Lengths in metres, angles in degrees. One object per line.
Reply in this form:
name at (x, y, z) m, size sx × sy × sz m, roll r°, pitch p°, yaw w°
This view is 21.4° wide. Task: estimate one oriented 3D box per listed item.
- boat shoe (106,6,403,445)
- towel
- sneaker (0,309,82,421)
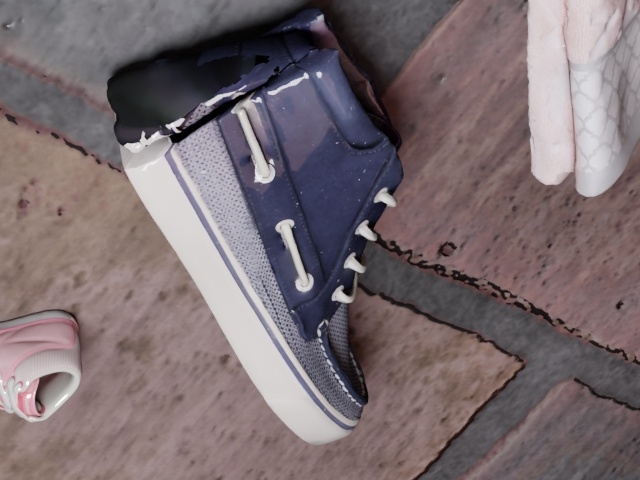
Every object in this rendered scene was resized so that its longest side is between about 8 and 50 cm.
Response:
boat shoe at (0.000, 0.000, 1.140) m, size 0.158 × 0.127 × 0.340 m, roll -24°, pitch 132°, yaw 8°
towel at (0.209, -0.233, 0.955) m, size 0.332 × 0.053 × 0.317 m, roll -49°, pitch 148°, yaw -37°
sneaker at (-0.227, 0.096, 1.168) m, size 0.134 × 0.070 × 0.051 m, roll -17°, pitch 134°, yaw -8°
